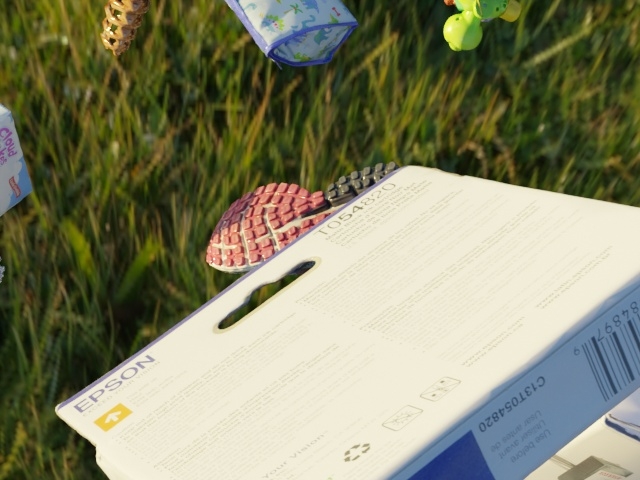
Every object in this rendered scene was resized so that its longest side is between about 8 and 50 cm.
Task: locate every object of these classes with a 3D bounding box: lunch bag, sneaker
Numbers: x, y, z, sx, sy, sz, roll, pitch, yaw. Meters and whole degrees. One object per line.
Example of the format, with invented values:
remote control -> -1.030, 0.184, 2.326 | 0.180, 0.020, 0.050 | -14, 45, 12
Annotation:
lunch bag -> -0.050, -0.290, 2.056 | 0.151, 0.096, 0.129 | -13, 61, -50
sneaker -> 0.000, 0.000, 1.939 | 0.299, 0.112, 0.120 | -8, 50, 24

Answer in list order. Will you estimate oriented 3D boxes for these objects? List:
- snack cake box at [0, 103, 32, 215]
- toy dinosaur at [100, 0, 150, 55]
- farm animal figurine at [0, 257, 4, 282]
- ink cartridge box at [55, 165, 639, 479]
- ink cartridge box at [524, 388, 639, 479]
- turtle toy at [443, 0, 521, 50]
snack cake box -> -0.494, -0.148, 2.027 | 0.264, 0.152, 0.089 | 33, 58, 26
toy dinosaur -> -0.121, -0.300, 1.162 | 0.164, 0.218, 0.322 | 29, 107, -27
farm animal figurine -> -0.443, 0.001, 1.285 | 0.330, 0.326, 0.172 | -12, 55, -3
ink cartridge box -> 0.022, 0.052, 0.678 | 0.223, 0.224, 0.045 | -35, 113, -18
ink cartridge box -> 0.224, 0.113, 1.242 | 0.092, 0.218, 0.158 | 22, 64, -10
turtle toy -> 0.174, -0.274, 1.806 | 0.095, 0.066, 0.130 | 23, 71, -21
